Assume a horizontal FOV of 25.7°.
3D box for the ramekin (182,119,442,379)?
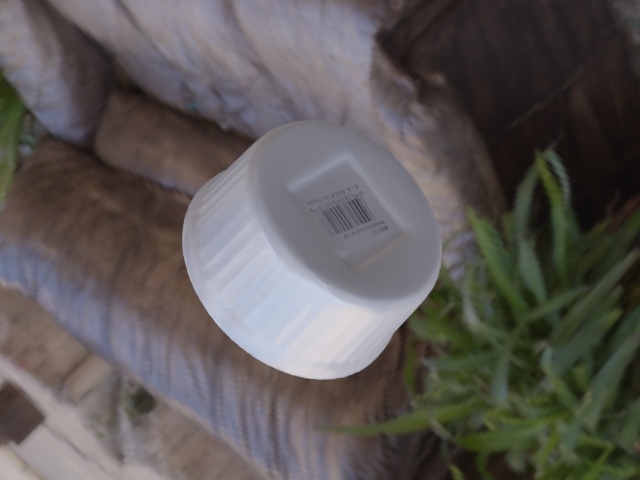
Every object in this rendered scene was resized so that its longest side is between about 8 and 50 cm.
[{"bbox_3d":[0.000,0.000,1.546,0.277,0.277,0.135,44,133,0],"label":"ramekin"}]
